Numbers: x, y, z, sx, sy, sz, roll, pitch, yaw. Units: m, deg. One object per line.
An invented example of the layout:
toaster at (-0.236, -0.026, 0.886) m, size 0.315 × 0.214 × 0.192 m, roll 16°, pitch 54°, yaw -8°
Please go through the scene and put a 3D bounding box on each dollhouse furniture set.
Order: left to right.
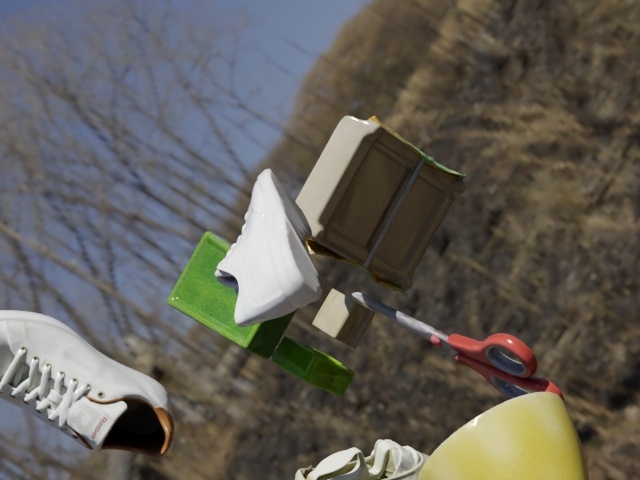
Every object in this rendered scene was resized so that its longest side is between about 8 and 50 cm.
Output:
dollhouse furniture set at (0.000, 0.000, 1.685) m, size 0.197 × 0.151 × 0.301 m, roll 30°, pitch -91°, yaw -45°

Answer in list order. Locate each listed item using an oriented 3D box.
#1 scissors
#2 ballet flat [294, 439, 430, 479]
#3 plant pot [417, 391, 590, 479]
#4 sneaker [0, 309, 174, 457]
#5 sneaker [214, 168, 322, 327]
scissors at (0.146, 0.123, 1.600) m, size 0.021 × 0.109 × 0.297 m, roll -47°, pitch 33°, yaw -22°
ballet flat at (0.068, 0.310, 1.939) m, size 0.248 × 0.086 × 0.086 m, roll -11°, pitch -30°, yaw -30°
plant pot at (0.156, 0.196, 1.120) m, size 0.134 × 0.095 × 0.134 m, roll -23°, pitch -32°, yaw -16°
sneaker at (-0.291, 0.170, 1.678) m, size 0.106 × 0.290 × 0.123 m, roll -60°, pitch 25°, yaw 12°
sneaker at (-0.060, 0.007, 1.393) m, size 0.094 × 0.080 × 0.212 m, roll -32°, pitch 27°, yaw 13°
